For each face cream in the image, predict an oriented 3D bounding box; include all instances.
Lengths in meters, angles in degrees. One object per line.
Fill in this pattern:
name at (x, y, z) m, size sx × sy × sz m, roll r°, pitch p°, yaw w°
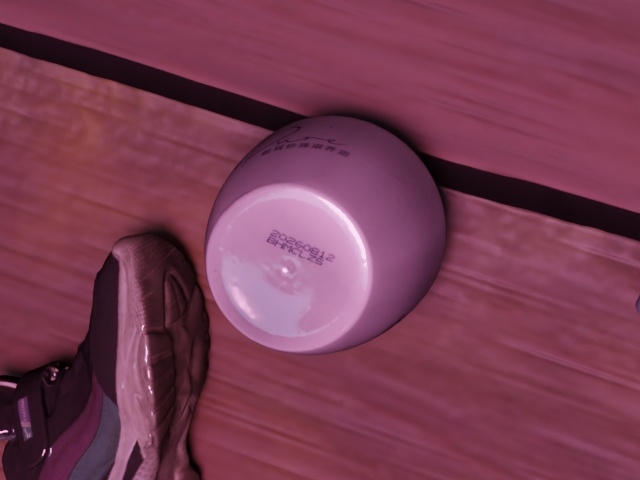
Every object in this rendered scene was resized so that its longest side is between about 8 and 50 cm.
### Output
face cream at (0.000, 0.000, 0.670) m, size 0.091 × 0.095 × 0.091 m, roll 4°, pitch 104°, yaw 14°

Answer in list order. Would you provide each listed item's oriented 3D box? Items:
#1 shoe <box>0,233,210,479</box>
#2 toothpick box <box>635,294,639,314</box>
shoe at (-0.103, 0.076, 0.731) m, size 0.099 × 0.071 × 0.169 m, roll 9°, pitch 108°, yaw 16°
toothpick box at (0.161, 0.001, 0.650) m, size 0.052 × 0.052 × 0.083 m, roll 28°, pitch 109°, yaw 7°
